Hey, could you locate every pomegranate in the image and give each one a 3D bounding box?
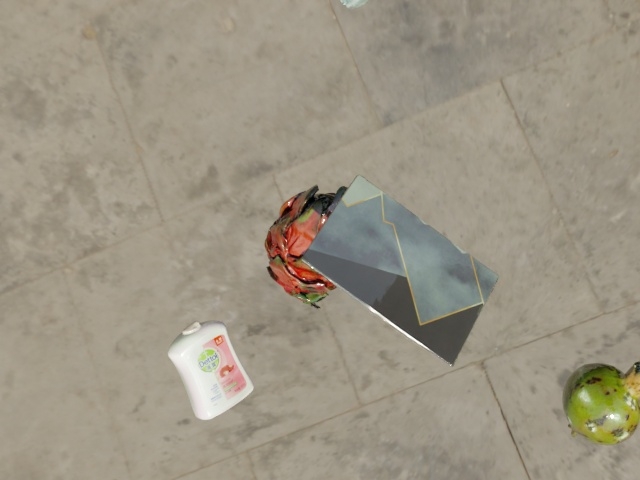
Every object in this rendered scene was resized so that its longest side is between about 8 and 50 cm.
[{"bbox_3d":[0.552,0.295,1.593,0.220,0.156,0.156,-21,79,23],"label":"pomegranate"}]

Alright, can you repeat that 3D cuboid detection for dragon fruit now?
[{"bbox_3d":[-0.007,0.006,1.452,0.188,0.182,0.182,-44,77,-6],"label":"dragon fruit"}]

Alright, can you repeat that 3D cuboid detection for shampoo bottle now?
[{"bbox_3d":[-0.121,0.134,0.930,0.072,0.043,0.099,-30,107,-30],"label":"shampoo bottle"}]

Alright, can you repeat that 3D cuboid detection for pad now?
[{"bbox_3d":[0.110,0.036,1.133,0.243,0.004,0.164,35,59,-3],"label":"pad"}]

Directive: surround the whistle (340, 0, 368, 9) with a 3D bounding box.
[{"bbox_3d":[0.037,-0.612,1.714,0.189,0.189,0.348,-18,58,9],"label":"whistle"}]
